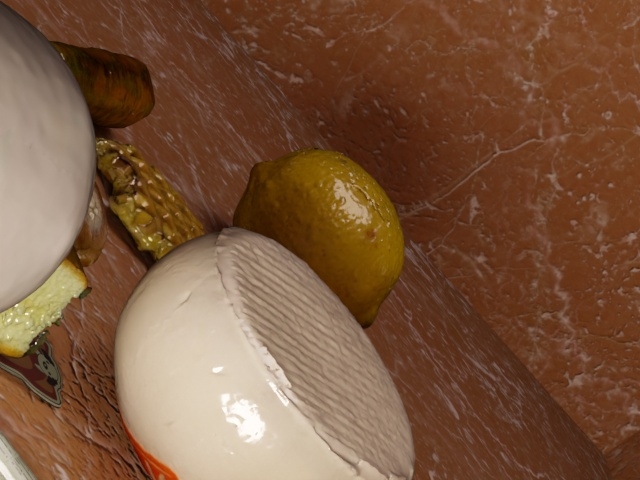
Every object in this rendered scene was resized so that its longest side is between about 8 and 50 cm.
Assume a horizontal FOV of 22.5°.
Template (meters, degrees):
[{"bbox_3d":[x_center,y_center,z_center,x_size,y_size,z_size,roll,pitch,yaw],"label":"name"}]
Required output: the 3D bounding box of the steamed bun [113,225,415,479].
[{"bbox_3d":[-0.080,0.179,1.744,0.374,0.241,0.374,51,16,-21],"label":"steamed bun"}]

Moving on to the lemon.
[{"bbox_3d":[0.000,0.000,2.520,0.310,0.258,0.258,55,13,3],"label":"lemon"}]

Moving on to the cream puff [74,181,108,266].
[{"bbox_3d":[-0.305,-0.030,1.823,0.144,0.103,0.126,65,19,-62],"label":"cream puff"}]

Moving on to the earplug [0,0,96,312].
[{"bbox_3d":[-0.369,-0.083,1.328,0.312,0.313,0.394,58,10,25],"label":"earplug"}]

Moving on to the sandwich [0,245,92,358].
[{"bbox_3d":[-0.329,-0.013,1.627,0.128,0.122,0.235,44,12,-49],"label":"sandwich"}]

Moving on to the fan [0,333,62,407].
[{"bbox_3d":[-0.336,0.086,1.628,0.220,0.009,0.132,44,12,-37],"label":"fan"}]

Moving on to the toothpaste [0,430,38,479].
[{"bbox_3d":[-0.274,0.215,1.450,0.197,0.029,0.048,54,15,-5],"label":"toothpaste"}]

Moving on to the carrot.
[{"bbox_3d":[-0.330,-0.219,2.267,0.114,0.114,0.302,55,16,12],"label":"carrot"}]

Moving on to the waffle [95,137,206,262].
[{"bbox_3d":[-0.228,-0.036,2.251,0.291,0.051,0.291,50,10,-12],"label":"waffle"}]
